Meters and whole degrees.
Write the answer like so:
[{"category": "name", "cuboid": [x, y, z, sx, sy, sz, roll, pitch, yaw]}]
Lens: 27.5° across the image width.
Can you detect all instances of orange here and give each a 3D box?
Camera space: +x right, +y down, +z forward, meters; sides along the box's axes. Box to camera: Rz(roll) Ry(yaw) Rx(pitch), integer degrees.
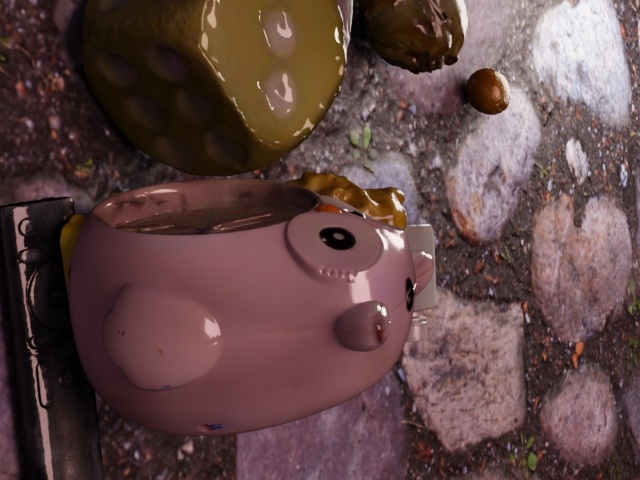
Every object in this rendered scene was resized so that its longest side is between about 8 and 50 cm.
[{"category": "orange", "cuboid": [0.289, -0.255, 2.258, 0.085, 0.085, 0.085, 1, 89, -54]}]

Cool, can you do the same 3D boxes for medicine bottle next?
[{"category": "medicine bottle", "cuboid": [0.133, 0.065, 2.046, 0.119, 0.069, 0.183, -6, 93, -55]}]

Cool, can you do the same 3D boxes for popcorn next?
[{"category": "popcorn", "cuboid": [-0.004, 0.002, 1.766, 0.253, 0.191, 0.190, -34, 103, -39]}]

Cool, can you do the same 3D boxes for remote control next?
[{"category": "remote control", "cuboid": [-0.300, 0.142, 1.477, 0.107, 0.044, 0.378, -14, 101, -58]}]

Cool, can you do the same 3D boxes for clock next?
[{"category": "clock", "cuboid": [-0.079, 0.078, 1.481, 0.368, 0.376, 0.251, -42, 132, -67]}]

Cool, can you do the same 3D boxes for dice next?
[{"category": "dice", "cuboid": [-0.128, -0.232, 1.561, 0.238, 0.226, 0.233, 58, 47, -34]}]

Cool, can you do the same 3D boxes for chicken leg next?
[{"category": "chicken leg", "cuboid": [0.089, -0.418, 1.953, 0.429, 0.152, 0.201, 53, 37, -29]}]

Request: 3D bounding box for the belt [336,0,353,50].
[{"category": "belt", "cuboid": [-0.040, -0.318, 1.766, 0.124, 0.128, 0.201, 20, 69, -51]}]
